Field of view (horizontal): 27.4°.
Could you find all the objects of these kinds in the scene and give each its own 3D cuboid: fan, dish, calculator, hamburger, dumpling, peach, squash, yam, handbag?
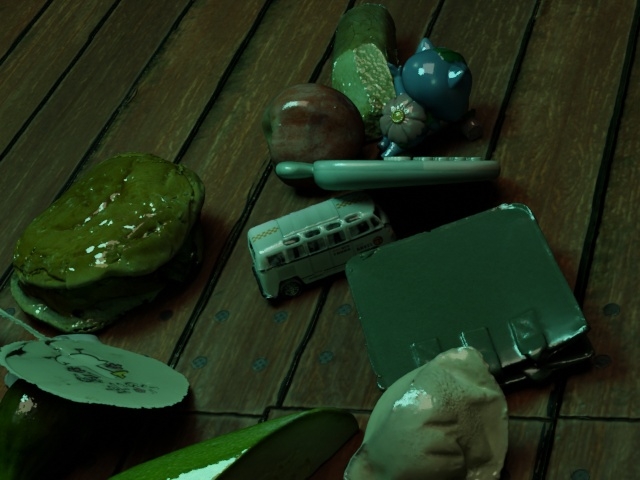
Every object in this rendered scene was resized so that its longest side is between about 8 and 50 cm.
[{"bbox_3d":[-0.326,0.135,1.630,0.233,0.012,0.414,5,13,-45],"label":"fan"},{"bbox_3d":[-0.350,0.153,1.700,0.137,0.039,0.091,-15,38,3],"label":"dish"},{"bbox_3d":[0.089,-0.089,1.731,0.295,0.042,0.184,-1,3,0],"label":"calculator"},{"bbox_3d":[-0.293,-0.008,1.801,0.265,0.134,0.285,18,48,36],"label":"hamburger"},{"bbox_3d":[0.123,0.212,1.373,0.181,0.155,0.111,-47,-6,22],"label":"dumpling"},{"bbox_3d":[-0.006,-0.146,1.868,0.152,0.152,0.152,-12,38,9],"label":"peach"},{"bbox_3d":[-0.093,0.271,1.392,0.288,0.111,0.203,-15,39,2],"label":"squash"},{"bbox_3d":[0.069,-0.258,1.992,0.106,0.106,0.259,-11,36,10],"label":"yam"},{"bbox_3d":[0.170,0.083,1.538,0.247,0.079,0.260,-17,38,3],"label":"handbag"}]

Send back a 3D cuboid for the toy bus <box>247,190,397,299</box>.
[{"bbox_3d":[0.000,0.000,1.704,0.193,0.089,0.087,-20,37,-3],"label":"toy bus"}]

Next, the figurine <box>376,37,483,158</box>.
[{"bbox_3d":[0.153,-0.185,1.857,0.178,0.144,0.114,-54,38,12],"label":"figurine"}]

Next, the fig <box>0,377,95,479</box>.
[{"bbox_3d":[-0.344,0.240,1.541,0.117,0.117,0.177,13,62,35],"label":"fig"}]
